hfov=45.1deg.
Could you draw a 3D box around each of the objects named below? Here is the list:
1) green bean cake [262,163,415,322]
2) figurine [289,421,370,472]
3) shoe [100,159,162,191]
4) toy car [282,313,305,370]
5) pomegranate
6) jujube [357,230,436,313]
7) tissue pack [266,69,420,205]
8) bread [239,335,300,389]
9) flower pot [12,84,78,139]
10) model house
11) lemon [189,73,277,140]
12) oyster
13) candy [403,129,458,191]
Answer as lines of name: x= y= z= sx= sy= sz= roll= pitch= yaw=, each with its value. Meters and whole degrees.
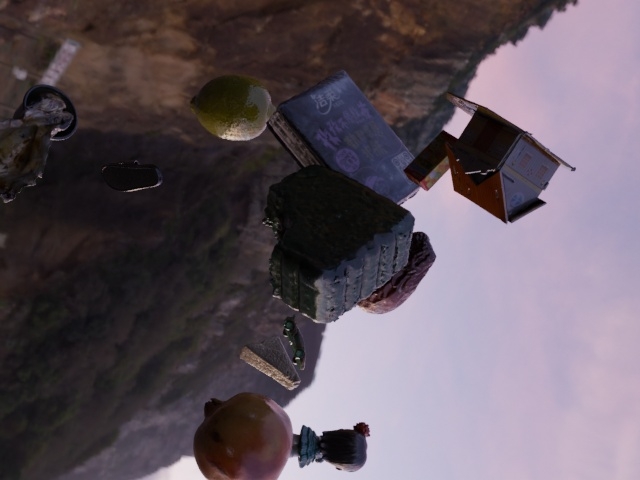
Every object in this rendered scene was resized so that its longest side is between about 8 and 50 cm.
green bean cake: x=0.000 y=0.000 z=1.623 sx=0.308 sy=0.300 sz=0.169 roll=34 pitch=-41 yaw=31
figurine: x=0.015 y=0.564 z=2.128 sx=0.110 sy=0.246 sz=0.137 roll=109 pitch=-14 yaw=-78
shoe: x=-0.379 y=-0.137 z=1.587 sx=0.160 sy=0.053 sz=0.062 roll=2 pitch=-64 yaw=32
toy car: x=-0.054 y=0.225 z=1.686 sx=0.059 sy=0.035 sz=0.121 roll=110 pitch=-40 yaw=-65
pomegranate: x=-0.151 y=0.409 z=1.571 sx=0.209 sy=0.209 sz=0.209 roll=-51 pitch=-151 yaw=44
jujube: x=0.175 y=0.076 z=1.866 sx=0.236 sy=0.168 sz=0.168 roll=-36 pitch=-148 yaw=14
tissue pack: x=0.074 y=-0.217 z=1.848 sx=0.259 sy=0.361 sz=0.122 roll=-37 pitch=176 yaw=-39
bread: x=-0.135 y=0.340 z=2.060 sx=0.152 sy=0.105 sz=0.077 roll=61 pitch=-31 yaw=20
flower pot: x=-0.751 y=-0.329 z=2.073 sx=0.107 sy=0.157 sz=0.157 roll=-18 pitch=-127 yaw=38
model house: x=0.264 y=-0.126 z=1.247 sx=0.135 sy=0.207 sz=0.219 roll=-59 pitch=-145 yaw=7
lemon: x=-0.240 y=-0.364 z=2.100 sx=0.184 sy=0.249 sz=0.183 roll=6 pitch=90 yaw=-85
oyster: x=-0.749 y=-0.250 z=1.901 sx=0.133 sy=0.198 sz=0.337 roll=-6 pitch=-136 yaw=50
candy: x=0.233 y=-0.163 z=1.562 sx=0.122 sy=0.038 sz=0.062 roll=-45 pitch=-136 yaw=-1
